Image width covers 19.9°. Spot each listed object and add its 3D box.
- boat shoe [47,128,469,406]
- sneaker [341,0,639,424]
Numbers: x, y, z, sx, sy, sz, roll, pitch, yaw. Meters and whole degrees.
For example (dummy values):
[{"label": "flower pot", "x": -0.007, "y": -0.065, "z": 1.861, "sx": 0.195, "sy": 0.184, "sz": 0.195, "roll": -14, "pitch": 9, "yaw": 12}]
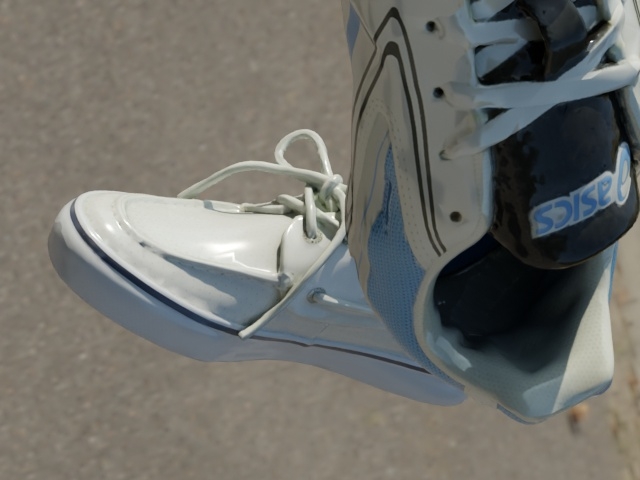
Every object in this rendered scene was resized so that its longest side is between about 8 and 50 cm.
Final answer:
[{"label": "boat shoe", "x": 0.004, "y": 0.006, "z": 1.242, "sx": 0.367, "sy": 0.156, "sz": 0.136, "roll": 18, "pitch": 32, "yaw": -30}, {"label": "sneaker", "x": 0.043, "y": -0.051, "z": 0.410, "sx": 0.086, "sy": 0.085, "sz": 0.237, "roll": 48, "pitch": -21, "yaw": 38}]
